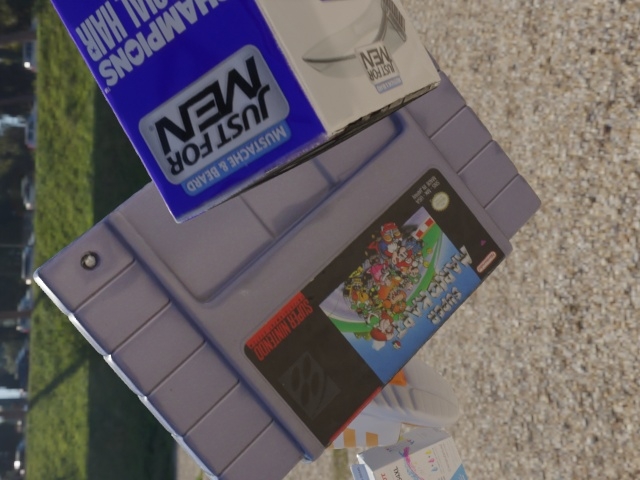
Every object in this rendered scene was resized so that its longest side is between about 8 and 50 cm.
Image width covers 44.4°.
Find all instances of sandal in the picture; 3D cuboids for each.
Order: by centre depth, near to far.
[{"bbox_3d":[-0.012,0.139,0.702,0.102,0.265,0.076,-73,-8,-69],"label":"sandal"}]

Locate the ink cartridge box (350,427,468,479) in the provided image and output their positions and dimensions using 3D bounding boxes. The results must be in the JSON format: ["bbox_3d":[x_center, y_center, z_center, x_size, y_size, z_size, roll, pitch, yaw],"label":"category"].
[{"bbox_3d":[0.124,0.336,1.116,0.090,0.143,0.092,178,71,-78],"label":"ink cartridge box"}]

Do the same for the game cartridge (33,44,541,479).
[{"bbox_3d":[0.000,0.000,0.601,0.230,0.355,0.068,49,158,-4],"label":"game cartridge"}]

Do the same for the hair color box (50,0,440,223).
[{"bbox_3d":[-0.078,-0.198,0.420,0.339,0.110,0.185,60,-150,-4],"label":"hair color box"}]
